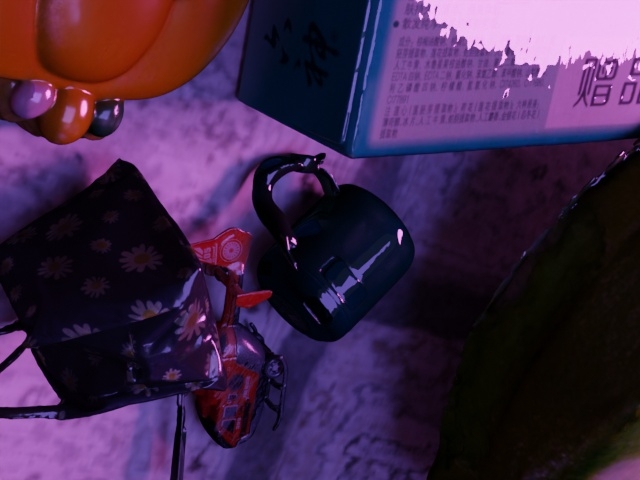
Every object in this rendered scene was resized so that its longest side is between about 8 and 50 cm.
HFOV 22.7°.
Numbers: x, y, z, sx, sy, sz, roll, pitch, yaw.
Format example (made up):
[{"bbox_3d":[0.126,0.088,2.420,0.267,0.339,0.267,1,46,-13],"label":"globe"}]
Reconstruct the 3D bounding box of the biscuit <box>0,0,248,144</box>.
[{"bbox_3d":[-0.095,-0.116,0.677,0.170,0.050,0.170,-20,123,-34],"label":"biscuit"}]

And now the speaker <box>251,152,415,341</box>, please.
[{"bbox_3d":[0.002,0.000,0.819,0.075,0.060,0.094,-46,134,-17],"label":"speaker"}]

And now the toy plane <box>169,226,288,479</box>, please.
[{"bbox_3d":[-0.050,0.057,0.819,0.060,0.037,0.145,-9,121,-28],"label":"toy plane"}]

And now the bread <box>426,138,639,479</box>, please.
[{"bbox_3d":[0.245,0.062,0.966,0.382,0.129,0.366,-46,150,-1],"label":"bread"}]

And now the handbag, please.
[{"bbox_3d":[-0.120,0.039,0.708,0.139,0.115,0.072,-25,128,-10],"label":"handbag"}]

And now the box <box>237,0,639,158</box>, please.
[{"bbox_3d":[0.087,-0.131,0.809,0.245,0.092,0.153,-5,115,-40],"label":"box"}]
